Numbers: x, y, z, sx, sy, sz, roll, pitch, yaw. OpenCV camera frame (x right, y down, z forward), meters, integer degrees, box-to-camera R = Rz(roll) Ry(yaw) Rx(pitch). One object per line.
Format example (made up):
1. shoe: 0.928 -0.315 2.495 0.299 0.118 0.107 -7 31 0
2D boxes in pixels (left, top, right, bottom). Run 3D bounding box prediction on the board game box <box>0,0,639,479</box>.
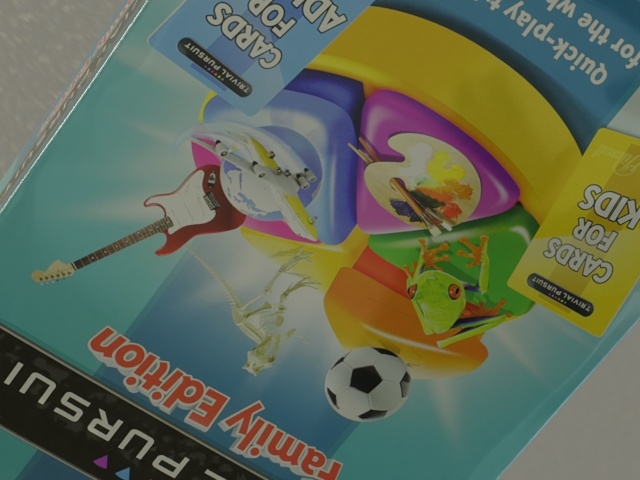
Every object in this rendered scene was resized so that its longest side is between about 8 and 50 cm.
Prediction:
1. board game box: 0.000 0.000 0.654 0.254 0.079 0.336 32 -72 -17
